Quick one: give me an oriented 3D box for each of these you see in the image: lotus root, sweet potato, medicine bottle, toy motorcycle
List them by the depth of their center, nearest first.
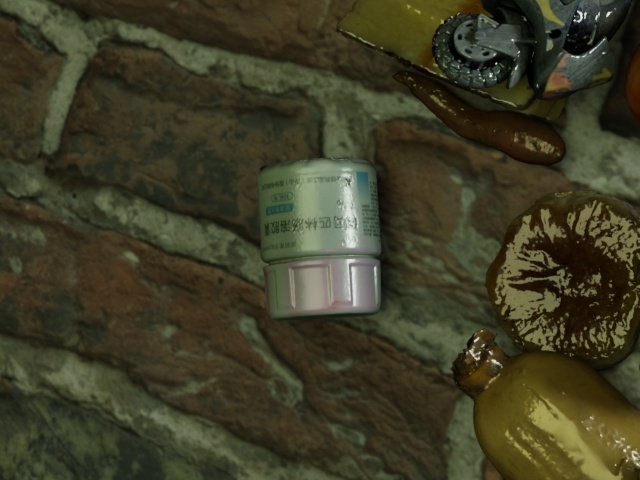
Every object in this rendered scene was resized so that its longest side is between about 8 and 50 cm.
[{"bbox_3d":[0.246,-0.245,1.661,0.173,0.108,0.307,33,66,11],"label":"toy motorcycle"},{"bbox_3d":[0.256,0.210,1.671,0.303,0.131,0.146,46,108,10],"label":"lotus root"},{"bbox_3d":[0.171,-0.130,1.778,0.214,0.050,0.050,27,97,26],"label":"sweet potato"},{"bbox_3d":[0.000,0.000,1.797,0.135,0.135,0.168,-5,86,23],"label":"medicine bottle"}]

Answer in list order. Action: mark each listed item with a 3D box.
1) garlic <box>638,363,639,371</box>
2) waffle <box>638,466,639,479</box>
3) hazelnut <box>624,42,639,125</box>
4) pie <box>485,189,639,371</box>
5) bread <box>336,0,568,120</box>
[{"bbox_3d":[0.394,0.038,1.610,0.145,0.164,0.245,17,88,40],"label":"garlic"},{"bbox_3d":[0.409,0.315,1.587,0.281,0.058,0.301,6,100,-7],"label":"waffle"},{"bbox_3d":[0.393,-0.168,1.630,0.182,0.182,0.182,-2,86,23],"label":"hazelnut"},{"bbox_3d":[0.261,0.041,1.729,0.195,0.046,0.195,-2,85,24],"label":"pie"},{"bbox_3d":[0.164,-0.247,1.738,0.240,0.135,0.178,26,98,20],"label":"bread"}]
